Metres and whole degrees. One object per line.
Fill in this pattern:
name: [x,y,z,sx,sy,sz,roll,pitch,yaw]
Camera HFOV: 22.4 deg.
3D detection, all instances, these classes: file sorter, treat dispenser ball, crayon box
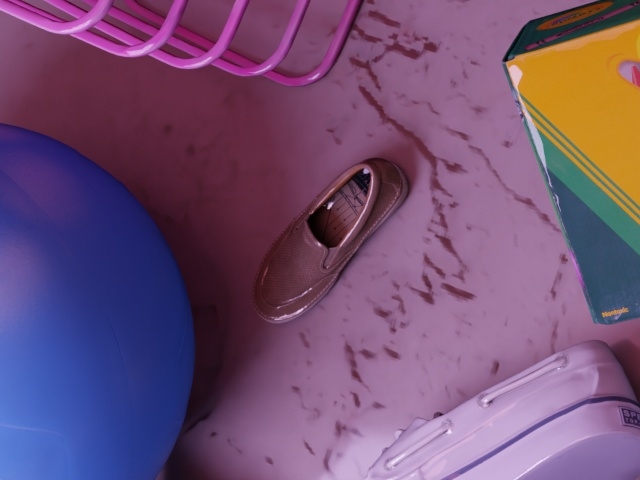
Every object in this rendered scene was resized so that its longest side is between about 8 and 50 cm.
file sorter: [-0.102,-0.210,0.965,0.202,0.290,0.182,26,101,24]
treat dispenser ball: [-0.222,0.069,1.006,0.288,0.288,0.288,-1,87,25]
crayon box: [0.258,-0.072,0.863,0.278,0.081,0.165,-15,107,22]

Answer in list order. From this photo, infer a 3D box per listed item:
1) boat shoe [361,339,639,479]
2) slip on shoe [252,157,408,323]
boat shoe: [0.080,0.146,0.980,0.258,0.095,0.084,-28,48,18]
slip on shoe: [0.000,0.000,1.040,0.135,0.041,0.051,-43,71,17]
